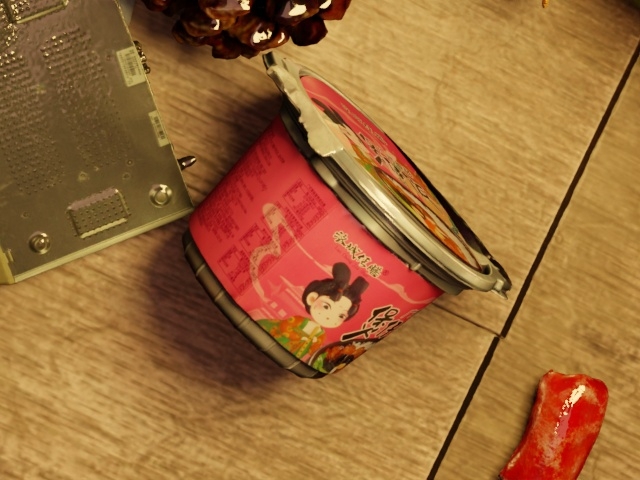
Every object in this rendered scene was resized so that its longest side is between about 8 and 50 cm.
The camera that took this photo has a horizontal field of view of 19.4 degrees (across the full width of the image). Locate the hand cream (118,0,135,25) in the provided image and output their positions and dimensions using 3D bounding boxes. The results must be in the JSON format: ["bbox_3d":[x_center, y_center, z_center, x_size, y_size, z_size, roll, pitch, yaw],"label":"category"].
[{"bbox_3d":[-0.237,-0.240,1.615,0.171,0.043,0.065,16,97,-15],"label":"hand cream"}]

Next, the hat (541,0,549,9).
[{"bbox_3d":[0.101,-0.341,1.621,0.233,0.233,0.244,9,125,6],"label":"hat"}]

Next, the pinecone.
[{"bbox_3d":[-0.068,-0.272,1.545,0.224,0.224,0.272,-2,134,-11],"label":"pinecone"}]

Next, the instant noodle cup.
[{"bbox_3d":[0.000,0.000,1.603,0.181,0.258,0.302,-43,102,12],"label":"instant noodle cup"}]

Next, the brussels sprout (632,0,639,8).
[{"bbox_3d":[0.412,-0.330,1.593,0.361,0.342,0.425,9,91,15],"label":"brussels sprout"}]

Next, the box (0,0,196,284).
[{"bbox_3d":[-0.232,-0.114,1.609,0.211,0.045,0.270,-20,110,-8],"label":"box"}]

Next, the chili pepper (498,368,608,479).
[{"bbox_3d":[0.220,0.179,1.742,0.073,0.070,0.123,21,95,4],"label":"chili pepper"}]
